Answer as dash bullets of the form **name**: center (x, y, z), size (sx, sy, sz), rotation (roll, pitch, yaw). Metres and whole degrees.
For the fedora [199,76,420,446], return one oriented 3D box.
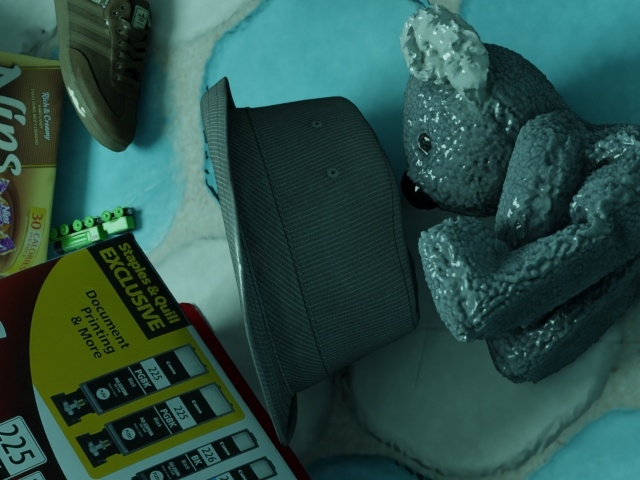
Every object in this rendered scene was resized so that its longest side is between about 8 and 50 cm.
- **fedora**: center (0.000, 0.000, 1.382), size (0.124, 0.243, 0.275), rotation (-15, 44, 0)

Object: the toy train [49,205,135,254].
- **toy train**: center (-0.189, -0.008, 1.594), size (0.083, 0.017, 0.023), rotation (-17, 83, 26)

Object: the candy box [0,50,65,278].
- **candy box**: center (-0.274, -0.063, 1.598), size (0.053, 0.109, 0.186), rotation (166, 111, -69)

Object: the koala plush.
- **koala plush**: center (0.137, -0.053, 1.331), size (0.203, 0.196, 0.221), rotation (-38, 64, 6)

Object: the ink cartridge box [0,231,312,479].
- **ink cartridge box**: center (-0.125, 0.159, 1.372), size (0.309, 0.272, 0.130), rotation (53, 148, 26)

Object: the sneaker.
- **sneaker**: center (-0.172, -0.167, 1.587), size (0.071, 0.066, 0.188), rotation (-23, 70, 23)
